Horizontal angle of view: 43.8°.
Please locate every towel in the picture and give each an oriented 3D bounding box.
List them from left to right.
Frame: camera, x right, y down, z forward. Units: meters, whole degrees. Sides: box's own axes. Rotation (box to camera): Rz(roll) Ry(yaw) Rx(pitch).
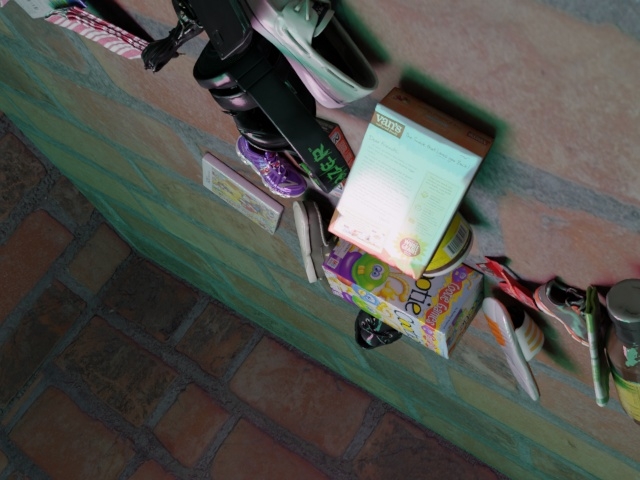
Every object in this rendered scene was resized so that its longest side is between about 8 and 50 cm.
[{"bbox_3d":[-0.408,-0.384,1.498,0.197,0.029,0.144,21,177,-36],"label":"towel"},{"bbox_3d":[0.420,0.157,1.200,0.023,0.113,0.152,-6,108,20],"label":"towel"}]

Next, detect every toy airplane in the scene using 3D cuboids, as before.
[{"bbox_3d":[0.329,0.075,1.375,0.151,0.028,0.151,39,-179,-1],"label":"toy airplane"}]

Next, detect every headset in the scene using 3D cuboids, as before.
[{"bbox_3d":[-0.114,-0.210,1.169,0.394,0.185,0.243,52,-179,28],"label":"headset"}]

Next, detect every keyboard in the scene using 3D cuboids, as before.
[{"bbox_3d":[-0.183,-0.373,0.986,0.317,0.033,0.201,62,158,-10],"label":"keyboard"}]

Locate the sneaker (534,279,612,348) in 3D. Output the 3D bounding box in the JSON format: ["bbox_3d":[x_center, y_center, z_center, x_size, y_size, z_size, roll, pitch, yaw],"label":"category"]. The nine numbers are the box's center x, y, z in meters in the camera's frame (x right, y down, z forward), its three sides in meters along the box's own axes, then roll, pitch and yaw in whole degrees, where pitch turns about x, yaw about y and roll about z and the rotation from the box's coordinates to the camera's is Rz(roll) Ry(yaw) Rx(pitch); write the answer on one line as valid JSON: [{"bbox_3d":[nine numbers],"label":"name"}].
[{"bbox_3d":[0.417,0.117,1.270,0.157,0.061,0.065,31,157,14],"label":"sneaker"}]

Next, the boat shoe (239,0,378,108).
[{"bbox_3d":[-0.019,-0.280,1.011,0.084,0.095,0.258,-10,137,46],"label":"boat shoe"}]

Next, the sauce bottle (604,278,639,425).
[{"bbox_3d":[0.486,0.172,1.186,0.111,0.111,0.344,24,159,37],"label":"sauce bottle"}]

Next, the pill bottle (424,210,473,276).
[{"bbox_3d":[0.144,-0.047,1.256,0.215,0.117,0.117,47,161,-32],"label":"pill bottle"}]

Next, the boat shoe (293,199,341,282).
[{"bbox_3d":[-0.001,-0.004,1.739,0.305,0.091,0.109,81,175,-62],"label":"boat shoe"}]

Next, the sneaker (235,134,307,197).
[{"bbox_3d":[-0.096,-0.150,1.568,0.170,0.068,0.071,39,158,-7],"label":"sneaker"}]

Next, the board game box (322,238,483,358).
[{"bbox_3d":[0.163,0.085,1.551,0.275,0.144,0.142,29,162,23],"label":"board game box"}]

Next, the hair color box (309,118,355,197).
[{"bbox_3d":[0.010,-0.142,1.386,0.093,0.053,0.167,26,160,36],"label":"hair color box"}]

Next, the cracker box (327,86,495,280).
[{"bbox_3d":[0.120,-0.075,1.107,0.155,0.067,0.232,30,131,10],"label":"cracker box"}]

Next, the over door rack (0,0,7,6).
[{"bbox_3d":[-0.420,-0.490,0.956,0.324,0.240,0.108,47,167,-32],"label":"over door rack"}]

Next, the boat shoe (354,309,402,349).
[{"bbox_3d":[0.148,0.217,2.018,0.127,0.113,0.340,37,164,-3],"label":"boat shoe"}]

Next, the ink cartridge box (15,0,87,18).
[{"bbox_3d":[-0.541,-0.507,1.479,0.186,0.065,0.311,46,164,-34],"label":"ink cartridge box"}]

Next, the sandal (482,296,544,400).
[{"bbox_3d":[0.384,0.192,1.513,0.265,0.076,0.102,60,177,-33],"label":"sandal"}]

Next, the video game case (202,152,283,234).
[{"bbox_3d":[-0.195,-0.110,1.958,0.227,0.026,0.206,35,165,2],"label":"video game case"}]
